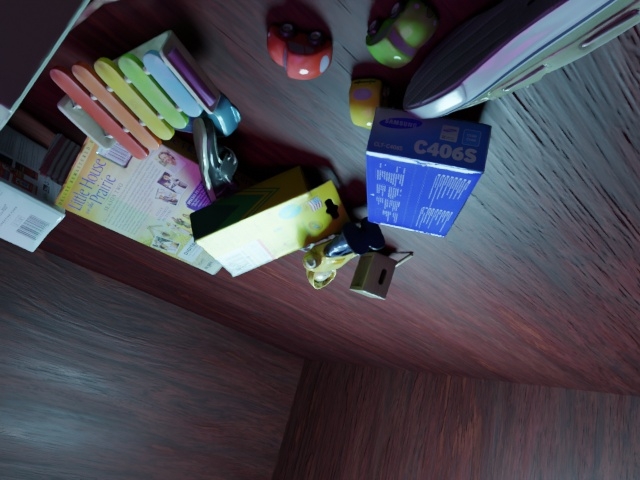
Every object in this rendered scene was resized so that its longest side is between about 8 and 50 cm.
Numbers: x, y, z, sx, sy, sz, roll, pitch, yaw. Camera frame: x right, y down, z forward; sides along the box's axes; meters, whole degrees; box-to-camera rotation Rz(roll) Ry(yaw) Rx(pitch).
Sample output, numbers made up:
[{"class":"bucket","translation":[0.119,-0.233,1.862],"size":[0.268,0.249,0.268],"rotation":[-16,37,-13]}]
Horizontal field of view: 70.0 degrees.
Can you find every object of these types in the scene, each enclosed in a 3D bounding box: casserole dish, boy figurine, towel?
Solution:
[{"class":"casserole dish","translation":[-0.245,-0.242,0.868],"size":[0.188,0.037,0.114],"rotation":[12,158,9]},{"class":"boy figurine","translation":[0.030,0.041,1.114],"size":[0.177,0.092,0.285],"rotation":[-16,165,-34]},{"class":"towel","translation":[-0.585,-0.170,1.148],"size":[0.029,0.144,0.197],"rotation":[-36,130,29]}]

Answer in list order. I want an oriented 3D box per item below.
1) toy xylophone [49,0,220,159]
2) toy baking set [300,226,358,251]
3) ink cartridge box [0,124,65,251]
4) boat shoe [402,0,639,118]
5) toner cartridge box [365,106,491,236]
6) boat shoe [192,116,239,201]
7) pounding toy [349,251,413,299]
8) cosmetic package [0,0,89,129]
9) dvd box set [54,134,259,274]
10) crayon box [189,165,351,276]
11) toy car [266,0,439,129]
[{"class":"toy xylophone","translation":[-0.319,-0.262,0.752],"size":[0.322,0.081,0.236],"rotation":[-13,135,41]},{"class":"toy baking set","translation":[0.001,-0.002,1.217],"size":[0.256,0.030,0.197],"rotation":[6,159,3]},{"class":"ink cartridge box","translation":[-0.773,-0.160,1.092],"size":[0.272,0.130,0.309],"rotation":[39,-170,-41]},{"class":"boat shoe","translation":[0.223,-0.213,0.521],"size":[0.094,0.109,0.302],"rotation":[26,153,-27]},{"class":"toner cartridge box","translation":[0.167,-0.098,0.790],"size":[0.165,0.075,0.348],"rotation":[11,167,9]},{"class":"boat shoe","translation":[-0.205,-0.164,0.906],"size":[0.079,0.084,0.233],"rotation":[-18,157,-13]},{"class":"pounding toy","translation":[0.164,0.086,1.254],"size":[0.100,0.141,0.130],"rotation":[22,172,-12]},{"class":"cosmetic package","translation":[-0.357,-0.277,0.523],"size":[0.153,0.296,0.129],"rotation":[-10,145,44]},{"class":"dvd box set","translation":[-0.359,-0.099,1.081],"size":[0.420,0.062,0.307],"rotation":[28,127,-26]},{"class":"crayon box","translation":[-0.104,-0.045,1.041],"size":[0.318,0.081,0.202],"rotation":[-22,148,5]},{"class":"toy car","translation":[0.061,-0.243,0.628],"size":[0.239,0.053,0.225],"rotation":[29,155,-28]}]
